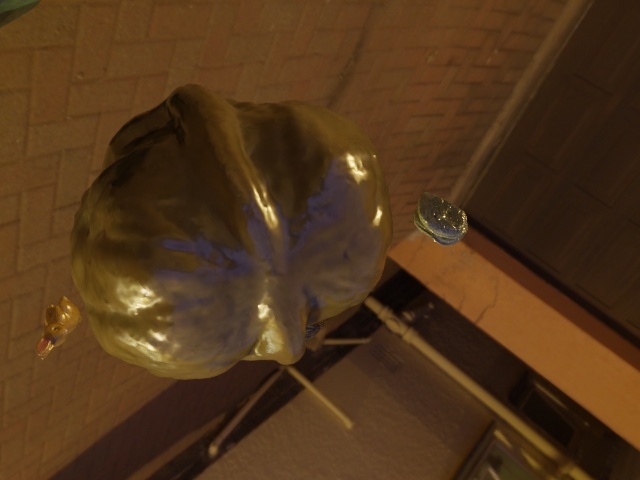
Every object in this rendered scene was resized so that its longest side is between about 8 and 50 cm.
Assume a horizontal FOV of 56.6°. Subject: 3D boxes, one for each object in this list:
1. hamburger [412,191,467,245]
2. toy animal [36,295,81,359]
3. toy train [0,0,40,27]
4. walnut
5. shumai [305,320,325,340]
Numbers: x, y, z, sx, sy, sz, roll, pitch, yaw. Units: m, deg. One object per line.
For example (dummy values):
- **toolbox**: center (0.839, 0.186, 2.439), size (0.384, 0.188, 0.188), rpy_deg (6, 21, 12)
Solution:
- **hamburger**: center (0.245, -0.036, 1.212), size (0.054, 0.121, 0.084), rpy_deg (121, -8, -52)
- **toy animal**: center (-0.616, 0.214, 1.395), size (0.070, 0.083, 0.159), rpy_deg (-30, -149, 17)
- **toy train**: center (-0.523, -0.404, 0.888), size (0.326, 0.159, 0.129), rpy_deg (-50, -165, -28)
- **walnut**: center (-0.084, -0.011, 0.563), size (0.281, 0.277, 0.253), rpy_deg (4, 104, -22)
- **shumai**: center (-0.053, 0.153, 1.021), size (0.087, 0.099, 0.123), rpy_deg (-65, 155, 4)
